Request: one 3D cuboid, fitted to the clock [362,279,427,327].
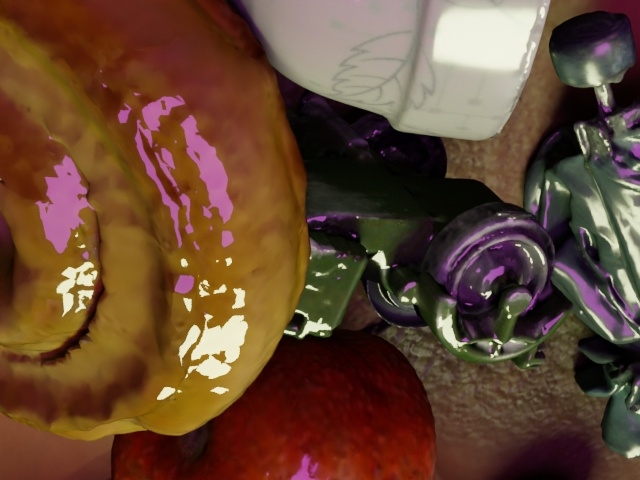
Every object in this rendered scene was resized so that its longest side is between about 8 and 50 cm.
[{"bbox_3d":[0.069,0.020,0.850,0.085,0.017,0.085,-8,121,-14],"label":"clock"}]

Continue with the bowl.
[{"bbox_3d":[0.019,-0.191,0.568,0.144,0.287,0.287,4,118,-2],"label":"bowl"}]

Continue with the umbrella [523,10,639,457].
[{"bbox_3d":[0.217,-0.002,0.844,0.143,0.094,0.348,-24,122,2],"label":"umbrella"}]

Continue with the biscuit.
[{"bbox_3d":[-0.146,-0.026,0.604,0.102,0.296,0.296,-44,139,-47],"label":"biscuit"}]

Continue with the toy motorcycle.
[{"bbox_3d":[0.000,0.000,0.707,0.275,0.205,0.127,-1,120,-25],"label":"toy motorcycle"}]

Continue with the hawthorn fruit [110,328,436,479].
[{"bbox_3d":[-0.024,0.180,0.771,0.207,0.207,0.243,-7,87,-15],"label":"hawthorn fruit"}]
